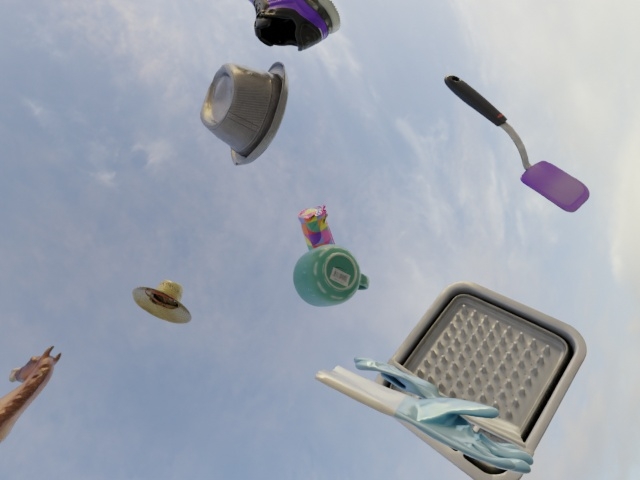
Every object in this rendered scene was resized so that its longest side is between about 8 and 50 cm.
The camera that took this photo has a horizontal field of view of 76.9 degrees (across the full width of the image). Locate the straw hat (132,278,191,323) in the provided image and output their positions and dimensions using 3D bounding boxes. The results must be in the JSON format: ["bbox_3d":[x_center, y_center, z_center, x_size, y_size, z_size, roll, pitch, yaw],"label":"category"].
[{"bbox_3d":[-0.334,0.120,0.885,0.144,0.145,0.061,44,-135,-30],"label":"straw hat"}]

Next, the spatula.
[{"bbox_3d":[0.303,-0.165,0.643,0.084,0.030,0.296,-32,-103,-27],"label":"spatula"}]

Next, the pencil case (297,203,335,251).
[{"bbox_3d":[0.000,0.000,1.343,0.104,0.105,0.236,-34,-61,-34],"label":"pencil case"}]

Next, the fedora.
[{"bbox_3d":[-0.180,-0.297,0.879,0.124,0.243,0.275,20,-145,-33],"label":"fedora"}]

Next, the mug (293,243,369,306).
[{"bbox_3d":[0.031,0.068,0.855,0.158,0.097,0.129,-22,-92,-29],"label":"mug"}]

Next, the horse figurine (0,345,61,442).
[{"bbox_3d":[-0.370,0.216,0.368,0.175,0.263,0.066,-27,-78,0],"label":"horse figurine"}]

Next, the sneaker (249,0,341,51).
[{"bbox_3d":[-0.109,-0.517,0.901,0.146,0.293,0.102,-47,-21,-12],"label":"sneaker"}]

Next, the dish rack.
[{"bbox_3d":[0.299,0.256,0.774,0.333,0.286,0.072,-47,-43,-19],"label":"dish rack"}]

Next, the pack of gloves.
[{"bbox_3d":[0.134,0.182,0.487,0.195,0.232,0.046,20,-91,-68],"label":"pack of gloves"}]
